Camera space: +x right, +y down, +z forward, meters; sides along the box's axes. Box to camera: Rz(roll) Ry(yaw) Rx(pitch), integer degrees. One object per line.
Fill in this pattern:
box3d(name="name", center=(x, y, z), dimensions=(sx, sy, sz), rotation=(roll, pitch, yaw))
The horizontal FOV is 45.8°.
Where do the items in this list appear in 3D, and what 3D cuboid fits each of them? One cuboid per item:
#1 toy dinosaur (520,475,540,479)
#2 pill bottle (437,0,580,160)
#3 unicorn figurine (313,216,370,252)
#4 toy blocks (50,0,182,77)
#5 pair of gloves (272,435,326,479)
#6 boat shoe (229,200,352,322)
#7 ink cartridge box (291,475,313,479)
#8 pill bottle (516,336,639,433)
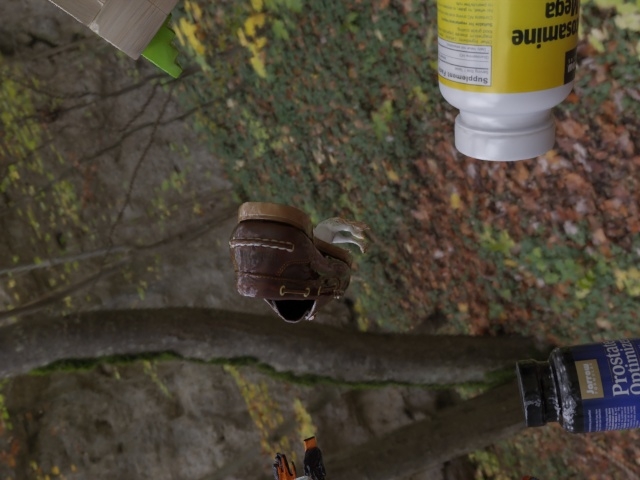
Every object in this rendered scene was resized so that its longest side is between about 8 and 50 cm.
box3d(name="toy dinosaur", center=(0.234, 0.264, 0.766), dimensions=(0.082, 0.047, 0.090), rotation=(32, 170, 9))
box3d(name="pill bottle", center=(0.255, -0.289, 1.034), dimensions=(0.188, 0.187, 0.334), rotation=(-106, 9, -64))
box3d(name="unicorn figurine", center=(0.000, 0.000, 1.115), dimensions=(0.162, 0.111, 0.060), rotation=(-20, -50, -60))
box3d(name="toy blocks", center=(-0.196, -0.341, 0.596), dimensions=(0.381, 0.261, 0.191), rotation=(32, -167, -29))
box3d(name="pair of gloves", center=(-0.030, 0.330, 1.093), dimensions=(0.010, 0.083, 0.074), rotation=(-13, 95, 55))
box3d(name="boat shoe", center=(-0.023, 0.030, 0.609), dimensions=(0.207, 0.073, 0.073), rotation=(36, -125, -69))
box3d(name="ink cartridge box", center=(0.012, 0.387, 0.887), dimensions=(0.145, 0.045, 0.179), rotation=(56, -168, -44))
box3d(name="pill bottle", center=(0.389, 0.201, 1.048), dimensions=(0.123, 0.219, 0.123), rotation=(-8, -90, -80))
